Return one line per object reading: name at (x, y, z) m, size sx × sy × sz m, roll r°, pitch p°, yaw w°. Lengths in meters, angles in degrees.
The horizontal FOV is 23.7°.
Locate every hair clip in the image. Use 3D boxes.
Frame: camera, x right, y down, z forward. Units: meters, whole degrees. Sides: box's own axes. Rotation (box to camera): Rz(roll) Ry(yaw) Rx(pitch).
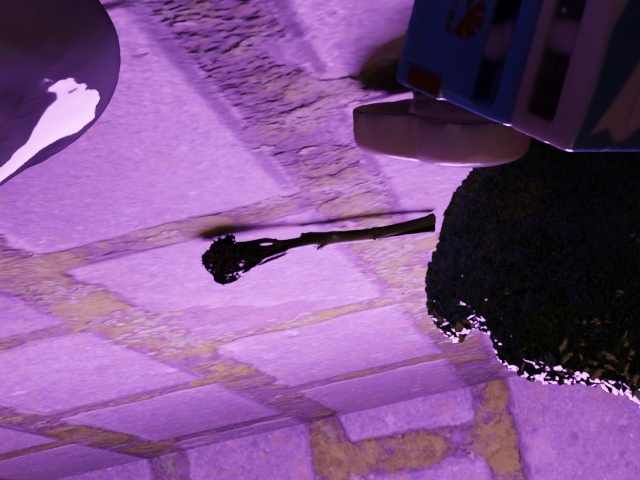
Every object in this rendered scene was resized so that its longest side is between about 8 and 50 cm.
hair clip at (0.129, -0.093, 0.997) m, size 0.218 × 0.071 × 0.159 m, roll -11°, pitch -171°, yaw 10°

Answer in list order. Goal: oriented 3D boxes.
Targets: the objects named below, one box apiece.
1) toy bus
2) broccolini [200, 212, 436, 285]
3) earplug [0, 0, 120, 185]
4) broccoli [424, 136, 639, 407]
toy bus at (0.184, -0.105, 0.779) m, size 0.297 × 0.106 × 0.131 m, roll -3°, pitch -156°, yaw -41°
broccolini at (0.000, 0.000, 1.332) m, size 0.218 × 0.044 × 0.042 m, roll -11°, pitch 152°, yaw -24°
earplug at (-0.227, -0.015, 0.757) m, size 0.214 × 0.175 × 0.326 m, roll 6°, pitch 126°, yaw -48°
broccoli at (0.207, 0.016, 1.106) m, size 0.269 × 0.261 × 0.241 m, roll -25°, pitch 121°, yaw 39°
